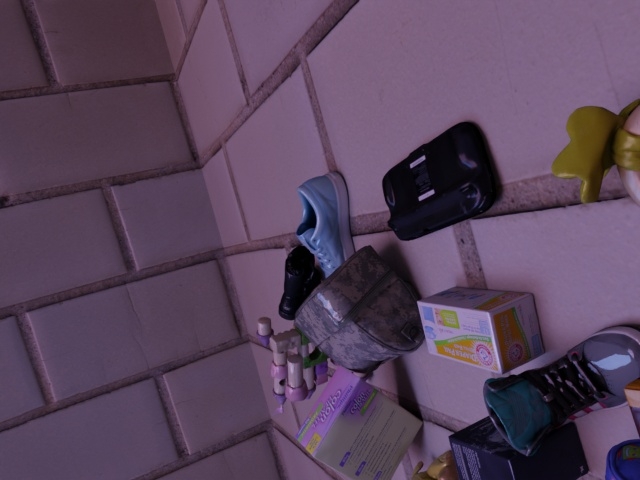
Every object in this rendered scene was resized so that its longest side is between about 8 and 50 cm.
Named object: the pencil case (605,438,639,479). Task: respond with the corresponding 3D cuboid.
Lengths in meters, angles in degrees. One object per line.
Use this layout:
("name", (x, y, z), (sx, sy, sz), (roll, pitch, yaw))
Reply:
("pencil case", (0.469, 0.430, 0.678), (0.133, 0.119, 0.307), (6, 111, 53))

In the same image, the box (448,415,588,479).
("box", (0.341, 0.374, 0.874), (0.158, 0.155, 0.093), (-15, 90, 66))

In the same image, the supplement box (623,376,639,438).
("supplement box", (0.447, 0.208, 0.493), (0.129, 0.191, 0.194), (-20, 87, 66))

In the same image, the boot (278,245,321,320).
("boot", (-0.048, 0.097, 1.517), (0.094, 0.246, 0.207), (21, 127, 11))

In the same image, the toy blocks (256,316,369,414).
("toy blocks", (-0.033, 0.368, 1.523), (0.309, 0.288, 0.260), (33, 131, 52))

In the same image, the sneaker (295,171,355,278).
("sneaker", (0.000, 0.000, 1.385), (0.135, 0.150, 0.366), (23, 125, 61))

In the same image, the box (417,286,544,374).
("box", (0.288, 0.157, 0.916), (0.203, 0.103, 0.114), (-5, 100, 66))

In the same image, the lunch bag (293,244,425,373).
("lunch bag", (0.101, 0.193, 1.219), (0.256, 0.212, 0.305), (48, 152, 6))

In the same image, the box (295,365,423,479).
("box", (0.100, 0.483, 1.272), (0.243, 0.214, 0.117), (39, 166, -23))

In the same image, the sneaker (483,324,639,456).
("sneaker", (0.344, 0.230, 0.745), (0.124, 0.178, 0.296), (61, 153, 26))

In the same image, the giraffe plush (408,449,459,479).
("giraffe plush", (0.291, 0.630, 1.170), (0.170, 0.181, 0.210), (48, 141, 5))

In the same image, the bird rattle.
("bird rattle", (0.403, -0.114, 0.531), (0.207, 0.143, 0.253), (58, 141, 6))

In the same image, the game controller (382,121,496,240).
("game controller", (0.217, -0.104, 0.978), (0.319, 0.067, 0.167), (151, 115, -65))
